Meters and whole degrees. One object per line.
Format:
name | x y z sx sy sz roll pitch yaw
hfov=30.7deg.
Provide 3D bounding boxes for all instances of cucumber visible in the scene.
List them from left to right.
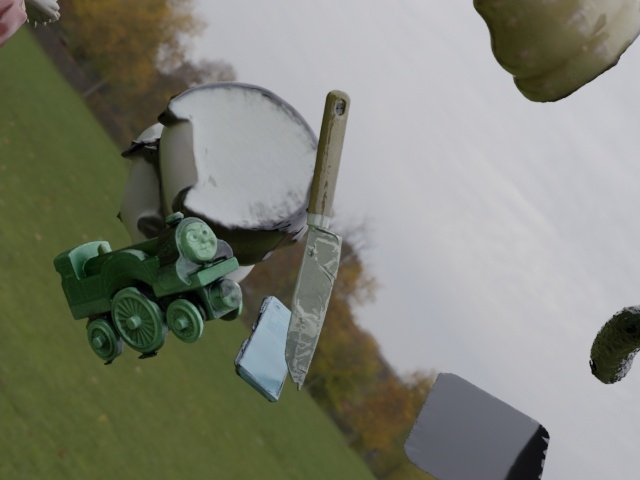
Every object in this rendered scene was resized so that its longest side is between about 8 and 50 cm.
cucumber | 0.398 0.130 1.540 0.067 0.067 0.245 52 -10 21

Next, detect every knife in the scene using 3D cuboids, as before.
knife | 0.002 0.000 1.143 0.047 0.297 0.017 13 -5 -36

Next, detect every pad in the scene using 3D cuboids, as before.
pad | 0.251 0.304 1.415 0.323 0.055 0.250 47 25 -1

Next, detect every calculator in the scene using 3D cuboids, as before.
calculator | -0.051 0.105 1.172 0.057 0.018 0.172 40 20 -8

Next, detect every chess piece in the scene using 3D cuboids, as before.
chess piece | 0.070 -0.273 0.821 0.397 0.117 0.117 45 -1 -19

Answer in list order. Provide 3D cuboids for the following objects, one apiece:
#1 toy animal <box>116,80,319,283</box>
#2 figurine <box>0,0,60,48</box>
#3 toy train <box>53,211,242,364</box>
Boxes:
toy animal | -0.140 -0.051 1.527 0.251 0.251 0.310 53 -27 0
figurine | -0.424 -0.311 1.412 0.207 0.166 0.387 23 20 -9
toy train | -0.140 0.039 0.969 0.178 0.071 0.104 -16 -84 40
